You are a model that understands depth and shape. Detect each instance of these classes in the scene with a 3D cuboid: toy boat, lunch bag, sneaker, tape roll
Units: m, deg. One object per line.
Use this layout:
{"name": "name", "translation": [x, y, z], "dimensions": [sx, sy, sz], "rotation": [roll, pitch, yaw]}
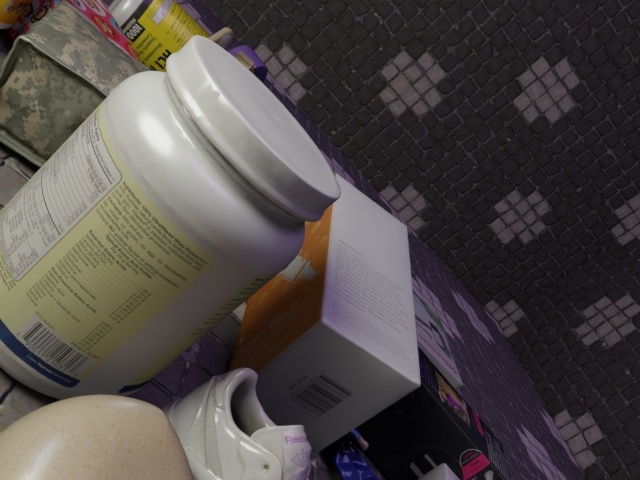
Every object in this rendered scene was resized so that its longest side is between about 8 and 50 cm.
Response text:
{"name": "toy boat", "translation": [-0.217, 0.177, 0.368], "dimensions": [0.318, 0.148, 0.267], "rotation": [53, 19, -19]}
{"name": "lunch bag", "translation": [-0.314, -0.178, 0.835], "dimensions": [0.287, 0.169, 0.235], "rotation": [36, 20, -29]}
{"name": "lunch bag", "translation": [-0.448, -0.389, 1.038], "dimensions": [0.293, 0.120, 0.258], "rotation": [56, 16, 23]}
{"name": "sneaker", "translation": [-0.061, 0.265, 0.539], "dimensions": [0.305, 0.152, 0.114], "rotation": [59, 15, 25]}
{"name": "tape roll", "translation": [-0.252, -0.476, 1.667], "dimensions": [0.080, 0.189, 0.189], "rotation": [52, 15, 3]}

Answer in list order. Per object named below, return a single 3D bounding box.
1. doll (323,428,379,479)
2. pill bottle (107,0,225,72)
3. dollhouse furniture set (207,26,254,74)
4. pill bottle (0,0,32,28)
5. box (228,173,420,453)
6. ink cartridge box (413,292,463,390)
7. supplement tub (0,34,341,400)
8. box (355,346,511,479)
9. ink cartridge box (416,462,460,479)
{"name": "doll", "translation": [0.038, 0.321, 0.882], "dimensions": [0.129, 0.046, 0.189], "rotation": [18, 28, -47]}
{"name": "pill bottle", "translation": [-0.333, -0.418, 1.303], "dimensions": [0.334, 0.188, 0.188], "rotation": [40, 18, -32]}
{"name": "dollhouse furniture set", "translation": [-0.114, -0.218, 1.181], "dimensions": [0.355, 0.173, 0.303], "rotation": [45, -19, 13]}
{"name": "pill bottle", "translation": [-0.465, -0.392, 0.815], "dimensions": [0.117, 0.215, 0.117], "rotation": [45, 16, -17]}
{"name": "box", "translation": [0.009, 0.096, 0.858], "dimensions": [0.168, 0.215, 0.345], "rotation": [36, 31, -19]}
{"name": "ink cartridge box", "translation": [0.225, 0.250, 1.434], "dimensions": [0.211, 0.121, 0.289], "rotation": [44, 17, -19]}
{"name": "supplement tub", "translation": [-0.164, -0.015, 0.573], "dimensions": [0.235, 0.324, 0.235], "rotation": [46, 16, -17]}
{"name": "box", "translation": [0.189, 0.350, 1.016], "dimensions": [0.270, 0.165, 0.143], "rotation": [49, 15, -2]}
{"name": "ink cartridge box", "translation": [0.237, 0.516, 0.857], "dimensions": [0.273, 0.114, 0.198], "rotation": [49, 16, -5]}
